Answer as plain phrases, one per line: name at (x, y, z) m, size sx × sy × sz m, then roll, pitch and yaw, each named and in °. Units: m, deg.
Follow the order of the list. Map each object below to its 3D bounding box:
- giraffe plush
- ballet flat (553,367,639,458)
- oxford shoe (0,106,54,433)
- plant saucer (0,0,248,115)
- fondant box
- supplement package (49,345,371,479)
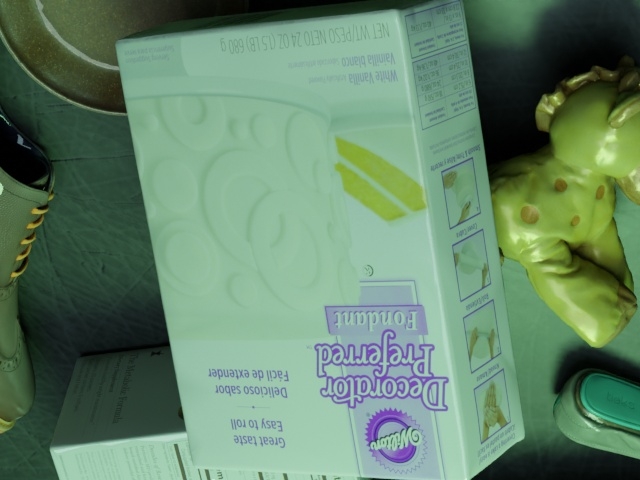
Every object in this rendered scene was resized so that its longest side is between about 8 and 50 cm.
giraffe plush at (0.199, -0.050, 1.283) m, size 0.210 × 0.181 × 0.170 m, roll 34°, pitch 107°, yaw -34°
ballet flat at (0.301, 0.166, 1.465) m, size 0.213 × 0.072 × 0.068 m, roll 19°, pitch 148°, yaw -6°
oxford shoe at (-0.272, -0.001, 1.372) m, size 0.133 × 0.130 × 0.364 m, roll -11°, pitch 121°, yaw 2°
plant saucer at (-0.151, -0.190, 1.298) m, size 0.198 × 0.036 × 0.198 m, roll 3°, pitch 121°, yaw 4°
fondant box at (0.000, 0.000, 1.223) m, size 0.238 × 0.096 × 0.330 m, roll -2°, pitch 105°, yaw 33°
supplement package at (-0.085, 0.173, 1.450) m, size 0.244 × 0.139 × 0.134 m, roll -8°, pitch 120°, yaw 8°
